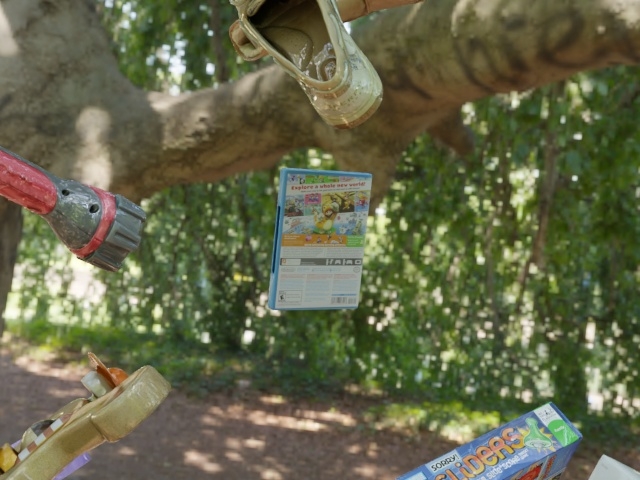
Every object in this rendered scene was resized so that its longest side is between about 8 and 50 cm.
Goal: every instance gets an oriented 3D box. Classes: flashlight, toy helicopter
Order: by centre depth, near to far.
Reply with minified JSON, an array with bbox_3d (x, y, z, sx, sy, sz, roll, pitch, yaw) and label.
[{"bbox_3d":[-0.263,0.208,1.024,0.355,0.140,0.235,-32,9,43],"label":"toy helicopter"},{"bbox_3d":[-0.366,-0.063,1.136,0.304,0.103,0.103,30,-35,-34],"label":"flashlight"}]

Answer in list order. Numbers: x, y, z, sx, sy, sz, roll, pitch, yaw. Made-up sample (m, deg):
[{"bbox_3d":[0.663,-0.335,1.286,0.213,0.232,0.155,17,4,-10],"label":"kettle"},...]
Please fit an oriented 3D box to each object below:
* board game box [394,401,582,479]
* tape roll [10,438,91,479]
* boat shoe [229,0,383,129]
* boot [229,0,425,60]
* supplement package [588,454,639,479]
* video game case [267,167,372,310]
[{"bbox_3d":[0.098,0.211,0.661,0.136,0.201,0.035,-18,50,-28],"label":"board game box"},{"bbox_3d":[-0.440,0.339,1.355,0.189,0.080,0.189,-31,-3,-2],"label":"tape roll"},{"bbox_3d":[-0.028,-0.247,1.019,0.285,0.104,0.089,54,8,30],"label":"boat shoe"},{"bbox_3d":[0.022,-0.354,1.398,0.269,0.089,0.236,-26,9,-21],"label":"boot"},{"bbox_3d":[0.274,0.253,0.669,0.179,0.105,0.105,27,3,-12],"label":"supplement package"},{"bbox_3d":[0.000,0.000,1.095,0.119,0.166,0.015,1,10,-29],"label":"video game case"}]
